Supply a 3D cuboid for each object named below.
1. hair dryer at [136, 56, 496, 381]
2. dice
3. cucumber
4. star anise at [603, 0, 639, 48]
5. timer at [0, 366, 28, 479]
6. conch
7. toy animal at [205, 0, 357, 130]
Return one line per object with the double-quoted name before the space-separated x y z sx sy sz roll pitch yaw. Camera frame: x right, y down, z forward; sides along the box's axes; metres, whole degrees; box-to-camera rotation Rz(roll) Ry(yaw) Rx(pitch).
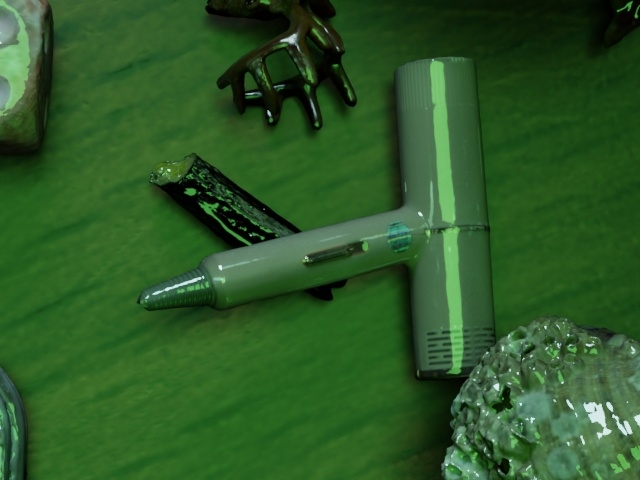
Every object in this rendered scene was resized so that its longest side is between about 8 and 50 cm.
"hair dryer" -0.004 -0.012 1.042 0.220 0.054 0.195 0 83 -18
"dice" -0.207 -0.100 1.035 0.093 0.094 0.091 4 86 -5
"cucumber" -0.044 -0.007 1.068 0.135 0.034 0.033 38 61 -8
"star anise" 0.227 -0.186 1.106 0.168 0.057 0.168 1 73 -2
"timer" -0.275 0.146 1.011 0.208 0.069 0.190 3 85 -6
"conch" 0.158 0.122 0.972 0.163 0.245 0.178 10 64 -36
"toy animal" 0.022 -0.217 1.075 0.243 0.087 0.260 -20 82 -6
